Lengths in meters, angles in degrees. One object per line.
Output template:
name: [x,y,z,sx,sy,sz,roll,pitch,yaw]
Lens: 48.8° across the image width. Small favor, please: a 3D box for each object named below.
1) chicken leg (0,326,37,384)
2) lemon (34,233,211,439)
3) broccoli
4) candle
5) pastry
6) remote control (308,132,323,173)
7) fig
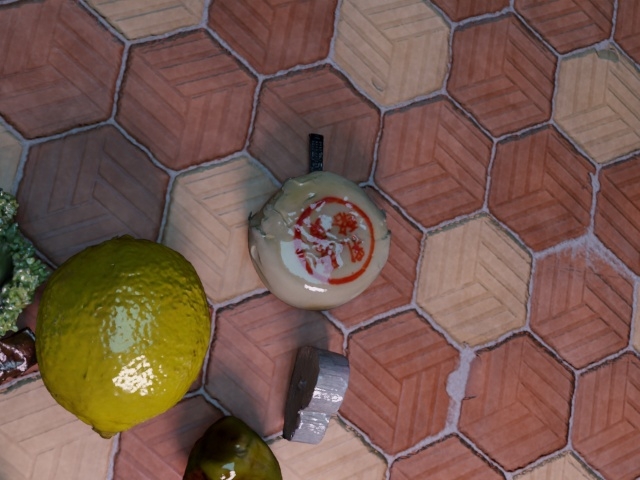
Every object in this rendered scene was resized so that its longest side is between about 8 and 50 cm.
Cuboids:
chicken leg: [-0.558,0.261,1.108,0.093,0.113,0.304,32,73,26]
lemon: [-0.304,0.147,1.112,0.269,0.268,0.321,-2,83,-15]
broccoli: [-0.552,0.046,1.078,0.260,0.235,0.288,-33,76,22]
candle: [-0.011,0.255,1.243,0.068,0.192,0.168,16,35,-14]
pastry: [-0.002,0.001,1.280,0.265,0.133,0.264,2,79,-12]
remote control: [-0.010,-0.159,1.354,0.034,0.016,0.090,5,82,-30]
fig: [-0.142,0.379,1.188,0.166,0.144,0.154,23,61,-31]
